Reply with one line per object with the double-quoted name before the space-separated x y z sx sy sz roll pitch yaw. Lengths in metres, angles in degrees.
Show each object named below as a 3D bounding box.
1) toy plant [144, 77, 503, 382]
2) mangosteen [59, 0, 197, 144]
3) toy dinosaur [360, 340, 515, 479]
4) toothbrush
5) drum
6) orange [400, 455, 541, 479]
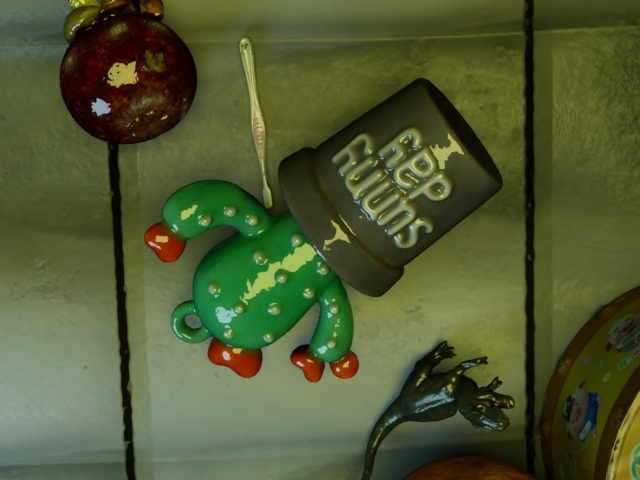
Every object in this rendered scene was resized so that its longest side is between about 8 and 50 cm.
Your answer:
"toy plant" -0.008 -0.007 0.948 0.400 0.185 0.279 -37 134 18
"mangosteen" -0.213 -0.194 0.948 0.156 0.181 0.146 -35 141 16
"toy dinosaur" 0.121 0.202 0.998 0.179 0.187 0.087 -38 97 -27
"toothbrush" -0.074 -0.137 1.010 0.017 0.022 0.204 -8 96 1
"drum" 0.488 0.252 1.004 0.432 0.214 0.430 -1 97 -5
"orange" 0.173 0.379 0.981 0.261 0.261 0.260 -1 96 -5
